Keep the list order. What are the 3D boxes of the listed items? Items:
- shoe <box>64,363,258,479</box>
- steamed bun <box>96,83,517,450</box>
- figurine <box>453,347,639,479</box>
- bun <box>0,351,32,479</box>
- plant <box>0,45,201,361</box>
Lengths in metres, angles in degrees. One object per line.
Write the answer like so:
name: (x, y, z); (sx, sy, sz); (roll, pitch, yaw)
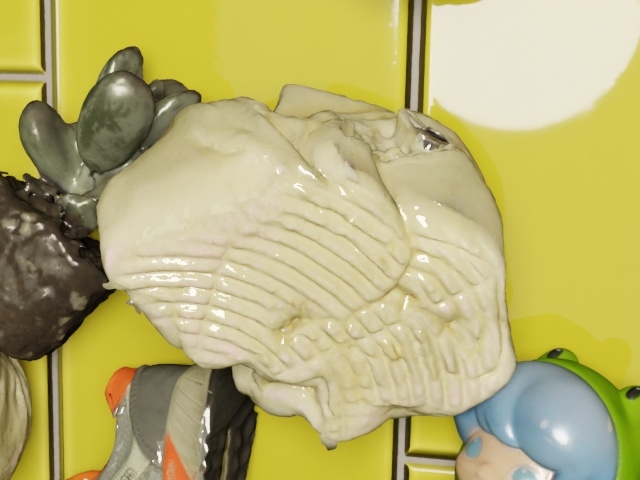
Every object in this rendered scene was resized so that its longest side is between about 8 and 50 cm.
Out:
shoe: (-0.166, 0.263, 0.894); (0.171, 0.132, 0.336); (7, 91, 18)
steamed bun: (0.000, 0.000, 0.792); (0.275, 0.206, 0.320); (-39, 117, 23)
figurine: (0.153, 0.206, 0.802); (0.263, 0.162, 0.143); (-52, 124, -9)
bun: (-0.340, 0.122, 0.871); (0.231, 0.231, 0.133); (38, 86, 3)
plant: (-0.210, -0.036, 0.857); (0.149, 0.146, 0.274); (36, 100, -9)
